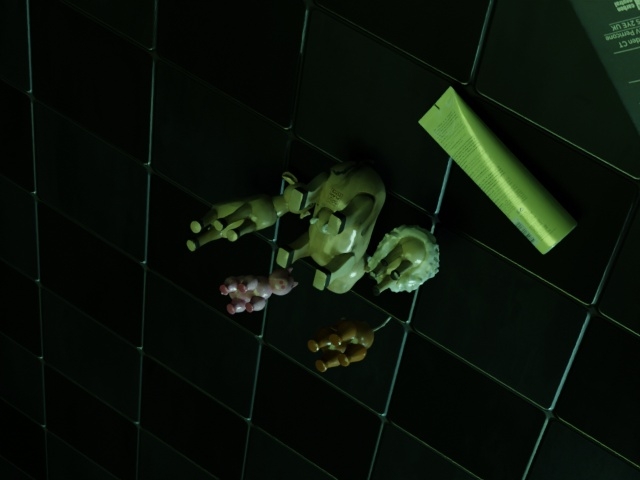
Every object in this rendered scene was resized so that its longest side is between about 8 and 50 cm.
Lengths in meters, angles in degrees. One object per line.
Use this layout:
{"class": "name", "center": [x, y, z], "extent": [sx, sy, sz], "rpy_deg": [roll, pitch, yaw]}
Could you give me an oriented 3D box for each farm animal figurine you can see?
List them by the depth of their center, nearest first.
{"class": "farm animal figurine", "center": [0.000, 0.000, 2.199], "extent": [0.330, 0.172, 0.327], "rpy_deg": [45, 133, 12]}

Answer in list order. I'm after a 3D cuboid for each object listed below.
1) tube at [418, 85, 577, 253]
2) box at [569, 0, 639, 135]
{"class": "tube", "center": [0.228, -0.090, 1.970], "extent": [0.070, 0.062, 0.240], "rpy_deg": [-45, 86, 13]}
{"class": "box", "center": [0.462, -0.167, 1.456], "extent": [0.212, 0.293, 0.395], "rpy_deg": [-9, 118, 49]}
